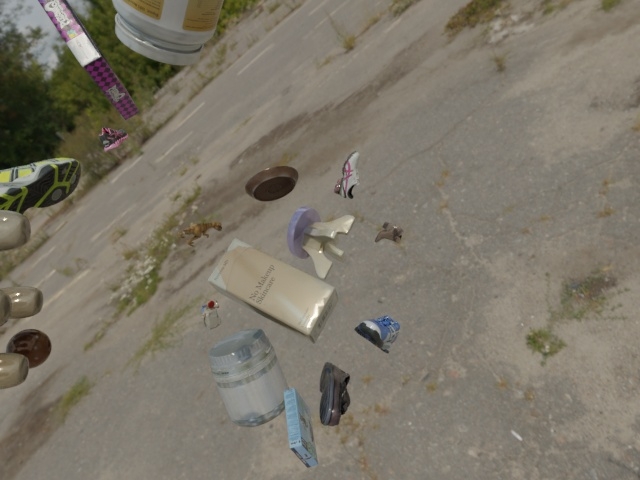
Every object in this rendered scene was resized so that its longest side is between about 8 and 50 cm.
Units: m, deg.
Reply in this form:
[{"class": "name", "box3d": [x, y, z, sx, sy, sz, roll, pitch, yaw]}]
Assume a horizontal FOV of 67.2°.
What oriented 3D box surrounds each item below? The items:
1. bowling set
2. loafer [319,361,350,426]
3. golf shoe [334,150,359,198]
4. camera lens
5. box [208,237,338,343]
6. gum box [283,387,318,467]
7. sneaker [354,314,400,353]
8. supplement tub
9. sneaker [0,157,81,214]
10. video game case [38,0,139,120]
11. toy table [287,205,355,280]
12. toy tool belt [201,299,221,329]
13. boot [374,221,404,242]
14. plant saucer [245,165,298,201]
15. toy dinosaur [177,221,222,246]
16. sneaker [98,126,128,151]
[{"class": "bowling set", "box3d": [-0.435, 0.120, 0.579, 0.154, 0.200, 0.287, -2, 49, -10]}, {"class": "loafer", "box3d": [0.052, 0.439, 1.392, 0.302, 0.095, 0.109, -97, 23, -81]}, {"class": "golf shoe", "box3d": [0.121, -0.248, 1.841, 0.067, 0.086, 0.186, -33, -33, -57]}, {"class": "camera lens", "box3d": [-0.237, 0.464, 1.624, 0.219, 0.274, 0.219, -18, 11, 4]}, {"class": "box", "box3d": [-0.122, 0.133, 1.279, 0.311, 0.121, 0.148, 24, 73, 16]}, {"class": "gum box", "box3d": [-0.060, 0.575, 1.481, 0.041, 0.157, 0.184, -18, 42, 6]}, {"class": "sneaker", "box3d": [0.144, 0.215, 1.175, 0.080, 0.211, 0.081, 34, 85, 23]}, {"class": "supplement tub", "box3d": [-0.315, -0.569, 1.032, 0.228, 0.228, 0.316, -84, 20, -51]}, {"class": "sneaker", "box3d": [-0.845, -0.163, 1.356, 0.385, 0.147, 0.145, -50, -14, -58]}, {"class": "video game case", "box3d": [-0.431, -0.354, 0.882, 0.041, 0.210, 0.232, -34, -2, -9]}, {"class": "toy table", "box3d": [0.000, 0.000, 1.715, 0.160, 0.274, 0.252, 22, 86, 19]}, {"class": "toy tool belt", "box3d": [-0.296, 0.191, 1.279, 0.052, 0.083, 0.051, -17, 24, -33]}, {"class": "boot", "box3d": [0.272, -0.017, 1.889, 0.042, 0.087, 0.118, -48, -14, -47]}, {"class": "plant saucer", "box3d": [-0.142, -0.164, 1.448, 0.168, 0.168, 0.029, -30, 65, 22]}, {"class": "toy dinosaur", "box3d": [-0.390, -0.031, 1.473, 0.112, 0.064, 0.211, -38, -7, 28]}, {"class": "sneaker", "box3d": [-0.554, -0.281, 1.283, 0.047, 0.057, 0.119, -24, 28, 10]}]
